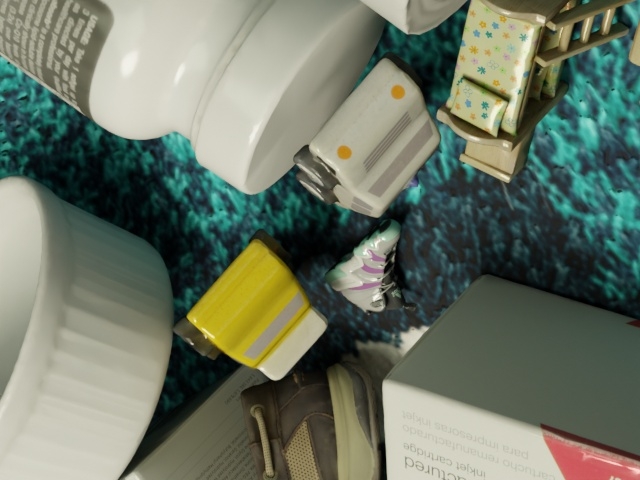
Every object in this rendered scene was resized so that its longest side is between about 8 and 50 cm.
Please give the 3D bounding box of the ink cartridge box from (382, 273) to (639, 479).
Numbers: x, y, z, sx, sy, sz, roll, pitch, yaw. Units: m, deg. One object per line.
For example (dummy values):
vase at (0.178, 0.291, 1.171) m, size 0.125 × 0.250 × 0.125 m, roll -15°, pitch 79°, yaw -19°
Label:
ink cartridge box at (0.207, 0.254, 1.483) m, size 0.279 × 0.160 × 0.385 m, roll 16°, pitch 128°, yaw 28°

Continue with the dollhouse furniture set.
dollhouse furniture set at (0.168, -0.083, 1.317) m, size 0.161 × 0.101 × 0.182 m, roll 26°, pitch 132°, yaw 19°

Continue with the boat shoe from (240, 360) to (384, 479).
boat shoe at (-0.010, 0.272, 1.547) m, size 0.130 × 0.355 × 0.132 m, roll -3°, pitch 156°, yaw 3°

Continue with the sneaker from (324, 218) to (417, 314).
sneaker at (0.052, 0.027, 1.527) m, size 0.069 × 0.038 × 0.098 m, roll 45°, pitch 145°, yaw -1°

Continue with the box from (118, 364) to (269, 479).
box at (-0.119, 0.221, 1.681) m, size 0.119 × 0.182 × 0.181 m, roll 51°, pitch 135°, yaw -4°

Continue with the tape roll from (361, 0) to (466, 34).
tape roll at (0.093, -0.258, 1.120) m, size 0.100 × 0.286 × 0.286 m, roll 37°, pitch 134°, yaw 9°

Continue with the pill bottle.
pill bottle at (-0.148, -0.201, 1.386) m, size 0.363 × 0.210 × 0.210 m, roll 36°, pitch 134°, yaw 10°

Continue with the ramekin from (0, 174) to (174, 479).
ramekin at (-0.237, 0.097, 1.620) m, size 0.135 × 0.277 × 0.277 m, roll 22°, pitch 143°, yaw -29°

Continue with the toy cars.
toy cars at (0.000, 0.000, 1.444) m, size 0.087 × 0.176 × 0.394 m, roll 41°, pitch 135°, yaw 3°
